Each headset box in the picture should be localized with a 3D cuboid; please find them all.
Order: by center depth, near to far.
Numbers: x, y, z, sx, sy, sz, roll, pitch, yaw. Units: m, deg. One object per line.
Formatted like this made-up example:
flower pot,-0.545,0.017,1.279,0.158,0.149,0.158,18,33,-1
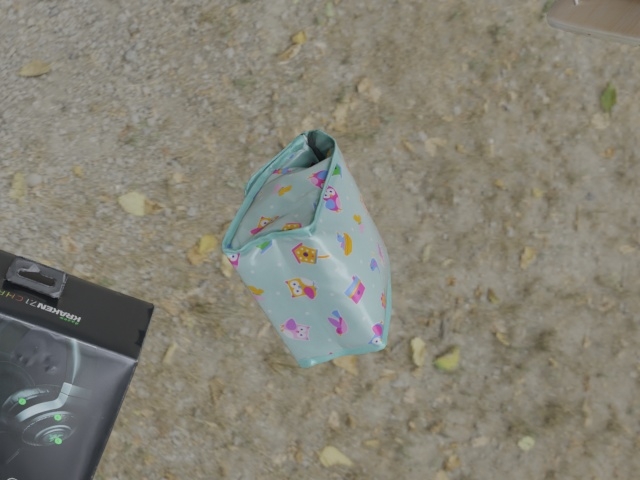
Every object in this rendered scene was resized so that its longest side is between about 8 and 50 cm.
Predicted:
headset box,-0.328,0.151,0.871,0.246,0.131,0.283,20,109,-9

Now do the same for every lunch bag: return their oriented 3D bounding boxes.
lunch bag,0.000,0.000,1.164,0.223,0.160,0.262,59,27,-29

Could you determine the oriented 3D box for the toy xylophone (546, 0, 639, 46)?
toy xylophone,0.145,-0.275,0.523,0.081,0.236,0.323,-34,114,-10
